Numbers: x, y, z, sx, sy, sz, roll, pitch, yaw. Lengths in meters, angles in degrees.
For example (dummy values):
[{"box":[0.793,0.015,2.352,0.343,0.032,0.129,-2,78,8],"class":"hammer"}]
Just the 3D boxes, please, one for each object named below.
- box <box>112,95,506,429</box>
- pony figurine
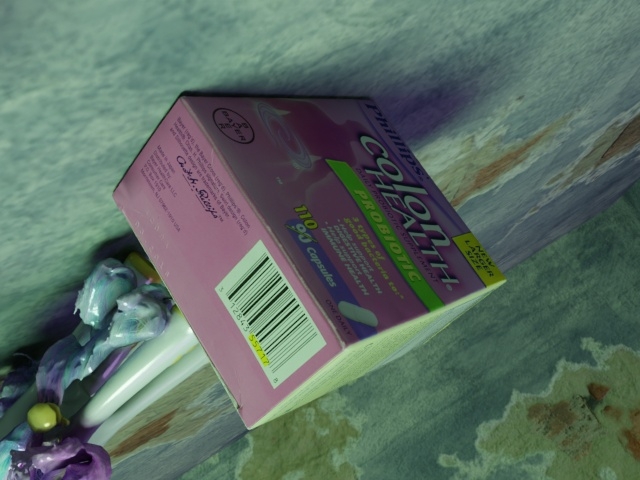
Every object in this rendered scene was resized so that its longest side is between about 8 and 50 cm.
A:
[{"box":[0.000,0.000,0.603,0.243,0.213,0.117,-11,153,-52],"class":"box"},{"box":[-0.244,0.182,0.643,0.363,0.303,0.351,-48,173,-6],"class":"pony figurine"}]
